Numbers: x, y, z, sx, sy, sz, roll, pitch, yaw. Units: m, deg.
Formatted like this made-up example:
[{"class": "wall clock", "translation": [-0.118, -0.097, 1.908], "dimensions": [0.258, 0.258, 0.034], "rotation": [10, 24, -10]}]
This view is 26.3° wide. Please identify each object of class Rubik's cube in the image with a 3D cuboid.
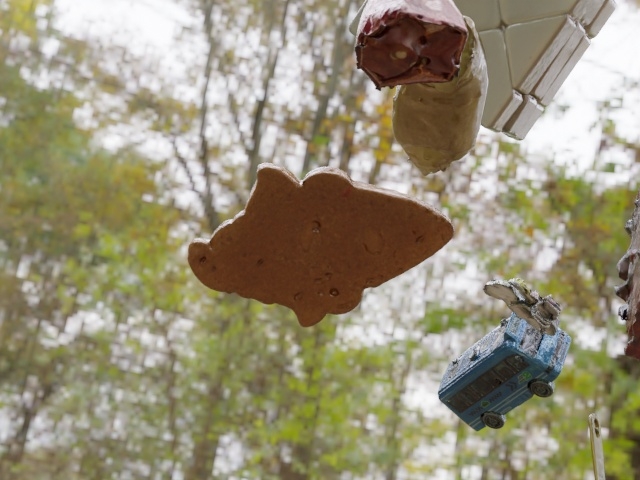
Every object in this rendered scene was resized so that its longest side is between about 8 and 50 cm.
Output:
[{"class": "Rubik's cube", "translation": [0.293, -0.394, 2.416], "dimensions": [0.322, 0.319, 0.316], "rotation": [37, 10, 16]}]

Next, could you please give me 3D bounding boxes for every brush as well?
[{"class": "brush", "translation": [0.394, 0.346, 1.916], "dimensions": [0.010, 0.218, 0.082], "rotation": [-18, -35, 30]}]

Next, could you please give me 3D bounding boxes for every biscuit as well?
[{"class": "biscuit", "translation": [0.000, 0.000, 1.435], "dimensions": [0.280, 0.183, 0.043], "rotation": [-10, 20, -3]}]

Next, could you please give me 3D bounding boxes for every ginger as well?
[{"class": "ginger", "translation": [0.179, -0.223, 2.047], "dimensions": [0.138, 0.152, 0.267], "rotation": [16, -49, 14]}]

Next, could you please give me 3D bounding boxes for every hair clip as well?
[{"class": "hair clip", "translation": [0.311, 0.104, 2.060], "dimensions": [0.116, 0.049, 0.172], "rotation": [49, -8, -9]}]

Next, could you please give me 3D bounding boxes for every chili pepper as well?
[{"class": "chili pepper", "translation": [0.126, -0.305, 1.868], "dimensions": [0.144, 0.252, 0.136], "rotation": [-34, -64, 23]}]

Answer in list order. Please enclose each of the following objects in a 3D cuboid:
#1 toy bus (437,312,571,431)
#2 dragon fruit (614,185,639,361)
[{"class": "toy bus", "translation": [0.323, 0.229, 2.415], "dimensions": [0.134, 0.113, 0.246], "rotation": [37, -44, -8]}, {"class": "dragon fruit", "translation": [0.447, -0.018, 1.235], "dimensions": [0.329, 0.228, 0.286], "rotation": [10, 25, 9]}]
